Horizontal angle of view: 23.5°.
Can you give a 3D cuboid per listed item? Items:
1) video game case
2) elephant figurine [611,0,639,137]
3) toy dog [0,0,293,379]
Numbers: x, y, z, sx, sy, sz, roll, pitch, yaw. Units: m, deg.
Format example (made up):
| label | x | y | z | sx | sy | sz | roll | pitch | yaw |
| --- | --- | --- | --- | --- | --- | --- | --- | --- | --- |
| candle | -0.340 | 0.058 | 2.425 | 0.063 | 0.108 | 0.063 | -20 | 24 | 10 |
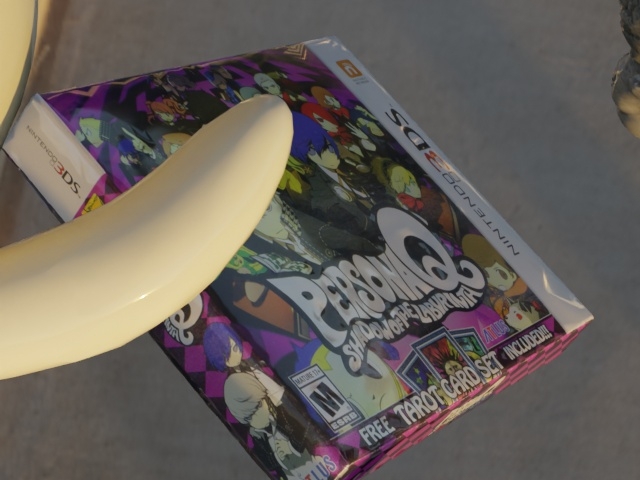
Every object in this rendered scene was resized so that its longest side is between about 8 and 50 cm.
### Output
| label | x | y | z | sx | sy | sz | roll | pitch | yaw |
| --- | --- | --- | --- | --- | --- | --- | --- | --- | --- |
| video game case | 0.000 | 0.000 | 0.720 | 0.210 | 0.042 | 0.232 | 49 | 35 | 15 |
| elephant figurine | 0.225 | -0.120 | 0.571 | 0.186 | 0.169 | 0.239 | 28 | 68 | 32 |
| toy dog | -0.153 | -0.195 | 0.366 | 0.395 | 0.284 | 0.408 | 25 | 91 | 12 |
